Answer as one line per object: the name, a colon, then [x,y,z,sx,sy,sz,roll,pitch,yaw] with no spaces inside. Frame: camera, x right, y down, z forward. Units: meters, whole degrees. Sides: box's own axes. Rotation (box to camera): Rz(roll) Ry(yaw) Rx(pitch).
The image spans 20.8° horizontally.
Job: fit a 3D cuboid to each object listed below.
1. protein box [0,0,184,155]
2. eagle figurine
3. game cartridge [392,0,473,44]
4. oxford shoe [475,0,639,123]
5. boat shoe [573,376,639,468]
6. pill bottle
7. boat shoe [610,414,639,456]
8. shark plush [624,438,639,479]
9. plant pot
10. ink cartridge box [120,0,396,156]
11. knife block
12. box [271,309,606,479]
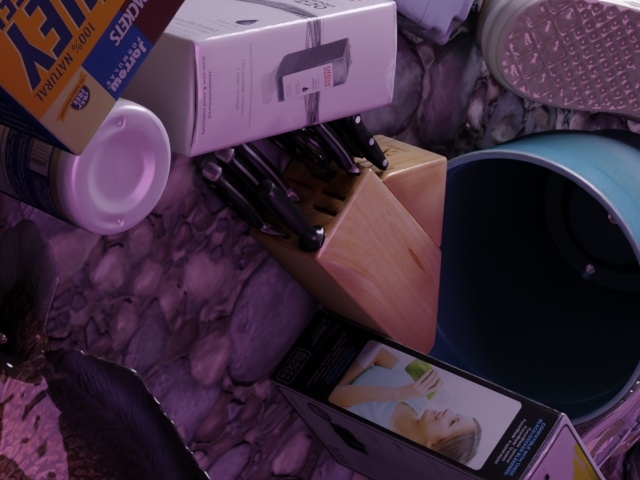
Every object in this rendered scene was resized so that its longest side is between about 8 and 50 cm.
protein box: [-0.234,-0.183,1.110,0.136,0.199,0.201,-58,139,-12]
eagle figurine: [-0.212,0.160,1.286,0.225,0.226,0.298,-35,122,16]
game cartridge: [0.059,-0.310,1.497,0.297,0.062,0.198,26,82,-50]
oxford shoe: [0.342,-0.176,1.708,0.449,0.130,0.169,12,113,-25]
boat shoe: [0.269,0.215,1.918,0.320,0.118,0.103,-50,143,-15]
pill bottle: [-0.193,-0.070,1.229,0.094,0.169,0.094,-22,123,-40]
boat shoe: [0.406,0.128,2.052,0.302,0.109,0.094,-42,149,-16]
shark plush: [0.415,0.280,2.137,0.073,0.067,0.161,-22,122,-40]
plant pot: [0.243,0.007,1.697,0.255,0.271,0.272,-32,129,-52]
ink cartridge box: [-0.069,-0.142,1.344,0.218,0.158,0.092,-16,117,-44]
knife block: [0.000,0.000,1.539,0.242,0.088,0.276,-18,120,-42]
box: [0.112,0.183,1.586,0.087,0.290,0.169,-53,137,-17]
